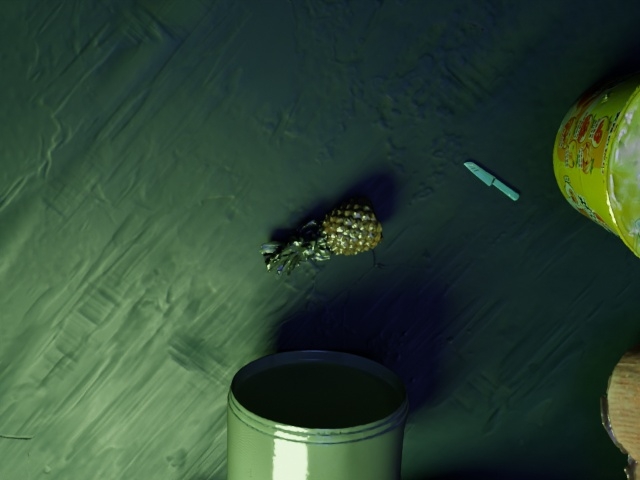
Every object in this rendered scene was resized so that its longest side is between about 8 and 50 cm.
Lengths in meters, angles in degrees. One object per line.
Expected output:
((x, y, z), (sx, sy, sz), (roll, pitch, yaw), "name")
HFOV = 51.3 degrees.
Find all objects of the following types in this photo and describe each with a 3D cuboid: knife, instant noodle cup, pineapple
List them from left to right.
((0.000, 0.000, 0.865), (0.159, 0.074, 0.074), (-20, 104, 3), "pineapple")
((0.229, -0.080, 0.896), (0.091, 0.005, 0.014), (33, 97, -11), "knife")
((0.418, -0.103, 0.805), (0.264, 0.200, 0.264), (-1, 103, -5), "instant noodle cup")

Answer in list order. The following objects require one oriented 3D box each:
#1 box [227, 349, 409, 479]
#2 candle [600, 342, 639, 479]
((-0.004, 0.250, 0.843), (0.226, 0.226, 0.149), (1, 104, -5), "box")
((0.546, 0.286, 0.902), (0.287, 0.131, 0.317), (-5, 83, -25), "candle")
